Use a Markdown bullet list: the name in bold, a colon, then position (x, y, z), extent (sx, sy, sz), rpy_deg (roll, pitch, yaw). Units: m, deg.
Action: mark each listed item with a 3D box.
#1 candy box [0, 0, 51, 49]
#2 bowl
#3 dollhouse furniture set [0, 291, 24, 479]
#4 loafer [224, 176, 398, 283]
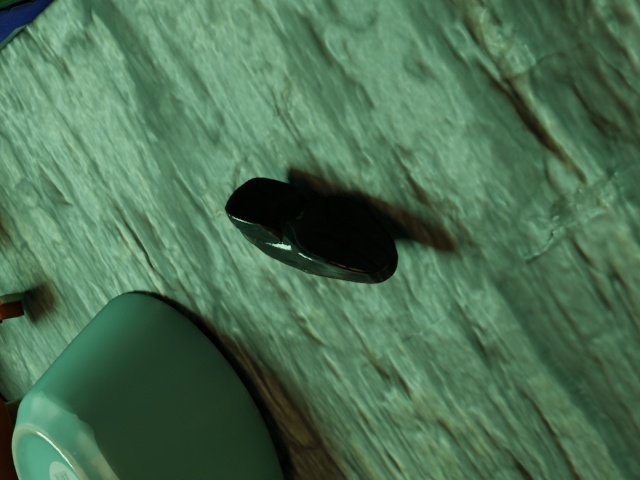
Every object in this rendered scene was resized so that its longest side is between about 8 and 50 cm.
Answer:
- **candy box**: position (-0.407, -0.313, 1.267), extent (0.268, 0.122, 0.317), rpy_deg (-22, 99, 54)
- **bowl**: position (-0.195, 0.225, 1.358), extent (0.311, 0.163, 0.311), rpy_deg (33, 137, 37)
- **dollhouse furniture set**: position (-0.376, 0.202, 1.537), extent (0.262, 0.135, 0.259), rpy_deg (-4, -103, -85)
- **loafer**: position (0.000, 0.000, 1.065), extent (0.170, 0.062, 0.061), rpy_deg (26, 156, 42)
